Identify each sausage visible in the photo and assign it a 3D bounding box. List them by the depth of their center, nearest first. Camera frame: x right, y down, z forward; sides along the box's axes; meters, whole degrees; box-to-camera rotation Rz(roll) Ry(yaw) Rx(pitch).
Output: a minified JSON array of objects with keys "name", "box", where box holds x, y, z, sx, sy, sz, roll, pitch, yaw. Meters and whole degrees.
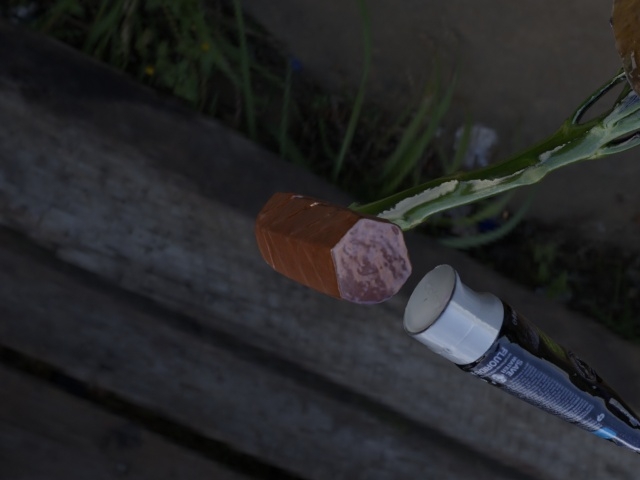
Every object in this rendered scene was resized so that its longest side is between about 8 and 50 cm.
[{"name":"sausage","box":[-0.001,0.000,0.966,0.065,0.065,0.169,35,174,-24]}]

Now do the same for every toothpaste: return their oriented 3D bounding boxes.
[{"name":"toothpaste","box":[0.132,0.079,0.803,0.193,0.045,0.071,32,-178,-22]}]

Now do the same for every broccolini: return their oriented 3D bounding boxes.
[{"name":"broccolini","box":[0.177,-0.091,1.140,0.392,0.074,0.079,-20,128,27]}]

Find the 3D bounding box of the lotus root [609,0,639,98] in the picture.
[{"name":"lotus root","box":[0.258,-0.130,0.914,0.081,0.122,0.112,-13,97,52]}]
